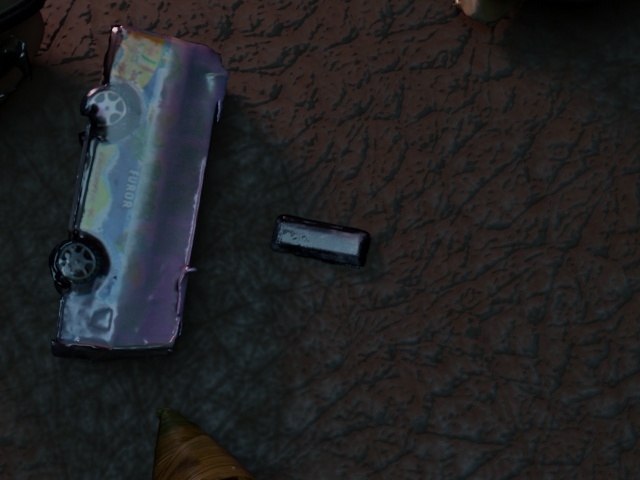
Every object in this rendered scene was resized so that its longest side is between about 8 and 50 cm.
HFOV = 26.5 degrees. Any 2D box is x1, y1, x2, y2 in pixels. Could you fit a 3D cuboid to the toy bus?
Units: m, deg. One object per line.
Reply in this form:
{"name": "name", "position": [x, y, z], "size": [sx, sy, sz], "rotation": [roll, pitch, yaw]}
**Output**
{"name": "toy bus", "position": [-0.176, -0.038, 1.297], "size": [0.138, 0.112, 0.317], "rotation": [9, 79, -7]}

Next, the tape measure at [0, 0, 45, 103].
{"name": "tape measure", "position": [-0.354, -0.179, 1.241], "size": [0.133, 0.271, 0.231], "rotation": [42, 84, 8]}

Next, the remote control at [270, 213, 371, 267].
{"name": "remote control", "position": [0.000, 0.000, 1.328], "size": [0.096, 0.014, 0.039], "rotation": [12, 79, 5]}

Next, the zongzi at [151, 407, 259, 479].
{"name": "zongzi", "position": [-0.056, 0.301, 1.226], "size": [0.134, 0.288, 0.286], "rotation": [-36, 118, 2]}

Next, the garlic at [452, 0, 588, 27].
{"name": "garlic", "position": [0.249, -0.324, 1.283], "size": [0.237, 0.292, 0.210], "rotation": [-9, 83, -41]}
